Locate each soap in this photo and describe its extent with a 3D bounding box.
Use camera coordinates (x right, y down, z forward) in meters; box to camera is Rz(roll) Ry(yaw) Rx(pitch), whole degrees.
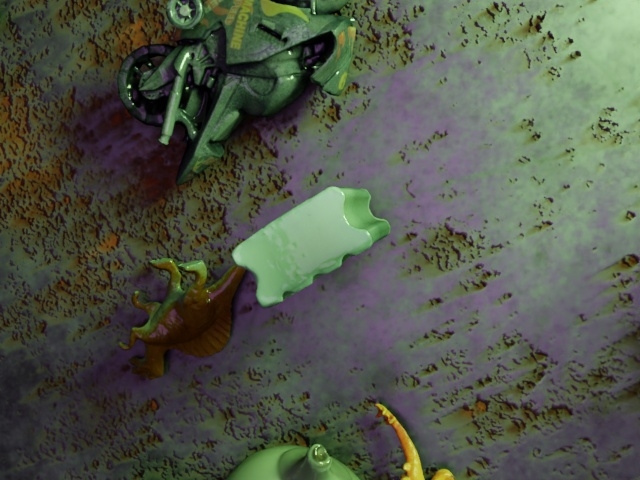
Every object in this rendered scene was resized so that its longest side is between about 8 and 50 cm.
[{"bbox_3d":[0.000,0.000,0.634,0.119,0.198,0.066,-31,88,11],"label":"soap"}]

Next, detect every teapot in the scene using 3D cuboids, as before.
[{"bbox_3d":[-0.089,0.346,0.701,0.319,0.149,0.219,-17,90,10],"label":"teapot"}]

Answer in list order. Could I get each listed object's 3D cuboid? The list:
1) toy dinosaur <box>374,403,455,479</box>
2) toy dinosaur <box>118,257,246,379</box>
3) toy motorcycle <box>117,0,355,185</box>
[{"bbox_3d":[0.127,0.317,0.682,0.117,0.070,0.288,-37,84,-26],"label":"toy dinosaur"},{"bbox_3d":[-0.147,0.089,0.742,0.212,0.057,0.142,-10,104,12],"label":"toy dinosaur"},{"bbox_3d":[-0.074,-0.197,0.682,0.307,0.108,0.173,-34,93,13],"label":"toy motorcycle"}]
